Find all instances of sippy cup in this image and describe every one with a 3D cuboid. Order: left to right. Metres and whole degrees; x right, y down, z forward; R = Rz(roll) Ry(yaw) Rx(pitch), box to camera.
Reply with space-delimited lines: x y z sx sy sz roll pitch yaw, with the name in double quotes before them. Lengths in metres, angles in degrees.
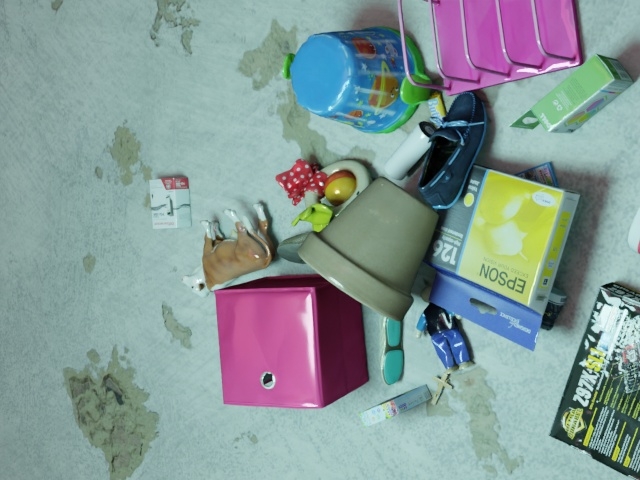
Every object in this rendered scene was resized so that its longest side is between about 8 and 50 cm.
"sippy cup" 0.064 -0.344 1.842 0.305 0.224 0.240 -26 77 38

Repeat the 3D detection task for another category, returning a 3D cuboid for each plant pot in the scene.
"plant pot" 0.121 0.002 1.780 0.263 0.263 0.229 36 94 29

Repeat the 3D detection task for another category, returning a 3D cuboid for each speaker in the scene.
"speaker" 0.193 -0.190 1.858 0.055 0.055 0.136 56 131 19

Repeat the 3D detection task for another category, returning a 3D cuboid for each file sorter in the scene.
"file sorter" 0.317 -0.409 1.669 0.290 0.182 0.202 -7 90 38

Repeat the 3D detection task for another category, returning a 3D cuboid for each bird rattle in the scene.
"bird rattle" 0.023 -0.101 1.970 0.207 0.143 0.253 -25 38 12

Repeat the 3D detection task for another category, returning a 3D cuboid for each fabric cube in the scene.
"fabric cube" -0.061 0.217 1.957 0.254 0.259 0.258 -2 94 26

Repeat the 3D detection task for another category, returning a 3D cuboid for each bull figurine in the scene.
"bull figurine" -0.235 0.029 2.194 0.310 0.101 0.188 -19 82 38

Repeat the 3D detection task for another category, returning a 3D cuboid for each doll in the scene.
"doll" 0.257 0.189 1.866 0.129 0.046 0.189 -25 80 36

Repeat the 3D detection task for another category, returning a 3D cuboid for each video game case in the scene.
"video game case" 0.402 -0.074 1.746 0.166 0.015 0.119 -21 82 38

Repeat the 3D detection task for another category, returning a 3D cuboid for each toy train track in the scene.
"toy train track" 0.261 0.322 1.900 0.048 0.014 0.083 30 118 24

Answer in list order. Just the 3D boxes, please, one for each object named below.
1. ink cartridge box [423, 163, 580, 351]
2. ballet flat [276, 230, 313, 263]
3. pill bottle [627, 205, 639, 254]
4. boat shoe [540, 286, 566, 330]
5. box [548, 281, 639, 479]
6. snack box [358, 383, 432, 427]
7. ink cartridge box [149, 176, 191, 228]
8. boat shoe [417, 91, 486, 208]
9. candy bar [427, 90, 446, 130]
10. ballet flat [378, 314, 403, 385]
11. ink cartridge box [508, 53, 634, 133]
"ink cartridge box" 0.331 0.018 1.703 0.303 0.072 0.307 25 101 51
"ballet flat" 0.000 0.000 2.040 0.250 0.084 0.058 -17 44 40
"pill bottle" 0.689 0.015 1.431 0.318 0.176 0.176 35 115 30
"boat shoe" 0.393 0.109 1.740 0.183 0.065 0.083 28 110 31
"box" 0.592 0.272 1.599 0.257 0.079 0.322 25 109 35
"snack box" 0.164 0.359 1.897 0.100 0.141 0.037 -32 76 35
"ink cartridge box" -0.402 -0.099 2.337 0.099 0.056 0.135 -2 93 37
"boat shoe" 0.263 -0.192 1.731 0.109 0.089 0.258 -9 58 45
"candy bar" 0.256 -0.234 1.839 0.040 0.018 0.161 -18 85 37
"ballet flat" 0.155 0.238 1.957 0.052 0.057 0.168 -168 80 -65
"ink cartridge box" 0.464 -0.251 1.618 0.209 0.109 0.062 -41 70 33
